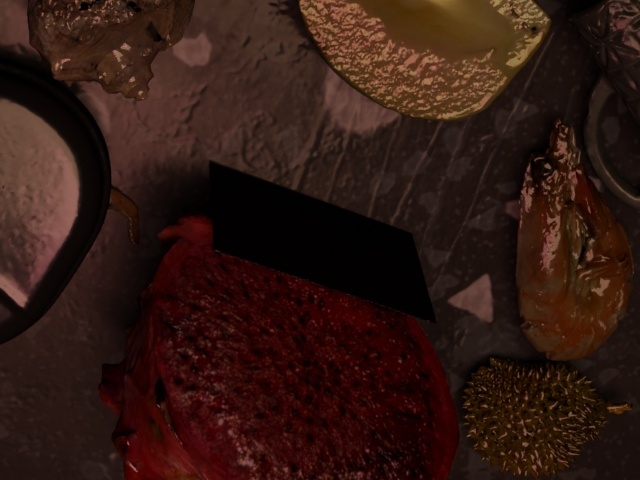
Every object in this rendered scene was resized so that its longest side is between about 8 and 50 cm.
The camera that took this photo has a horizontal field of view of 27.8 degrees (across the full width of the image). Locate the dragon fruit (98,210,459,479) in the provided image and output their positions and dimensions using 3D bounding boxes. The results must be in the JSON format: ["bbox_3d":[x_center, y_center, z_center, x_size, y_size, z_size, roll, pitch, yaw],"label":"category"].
[{"bbox_3d":[-0.064,0.172,1.303,0.386,0.371,0.249,52,130,9],"label":"dragon fruit"}]

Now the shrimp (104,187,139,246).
[{"bbox_3d":[-0.233,-0.001,1.356,0.083,0.023,0.114,19,100,-20],"label":"shrimp"}]

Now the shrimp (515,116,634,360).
[{"bbox_3d":[0.284,-0.001,1.451,0.154,0.062,0.294,-17,117,-17],"label":"shrimp"}]

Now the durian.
[{"bbox_3d":[0.271,0.212,1.500,0.208,0.102,0.146,-2,106,-16],"label":"durian"}]

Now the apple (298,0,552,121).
[{"bbox_3d":[0.083,-0.241,1.292,0.265,0.120,0.193,39,109,-19],"label":"apple"}]

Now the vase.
[{"bbox_3d":[0.382,-0.155,1.381,0.251,0.156,0.301,-34,109,29],"label":"vase"}]

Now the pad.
[{"bbox_3d":[0.000,0.000,1.332,0.246,0.170,0.006,18,121,-19],"label":"pad"}]

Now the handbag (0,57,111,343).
[{"bbox_3d":[-0.351,-0.032,1.271,0.254,0.093,0.308,31,100,-14],"label":"handbag"}]

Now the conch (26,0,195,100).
[{"bbox_3d":[-0.206,-0.254,1.232,0.178,0.163,0.245,-30,97,-35],"label":"conch"}]
